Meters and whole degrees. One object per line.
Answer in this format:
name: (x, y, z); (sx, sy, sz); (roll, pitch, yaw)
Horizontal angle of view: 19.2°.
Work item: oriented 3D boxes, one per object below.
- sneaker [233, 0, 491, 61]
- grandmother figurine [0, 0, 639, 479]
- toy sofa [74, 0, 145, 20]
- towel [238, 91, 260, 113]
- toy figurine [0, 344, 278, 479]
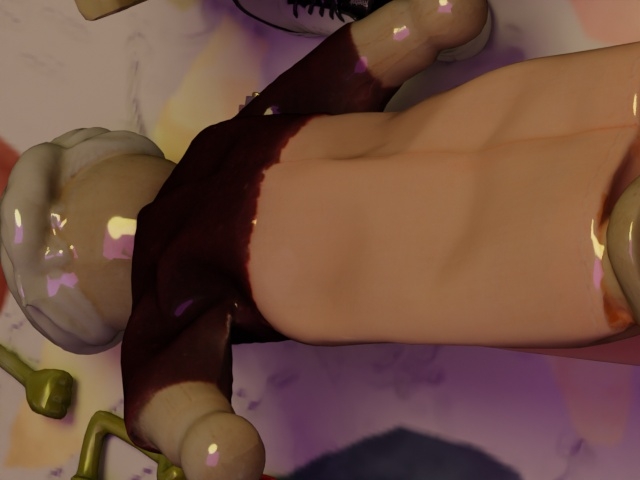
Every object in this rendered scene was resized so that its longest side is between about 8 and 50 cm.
sneaker: (0.011, -0.096, 0.737); (0.109, 0.044, 0.040); (12, 98, 23)
grandmother figurine: (0.000, 0.000, 0.659); (0.342, 0.208, 0.104); (-1, 133, 47)
toy sofa: (0.071, -0.208, 0.660); (0.363, 0.177, 0.150); (-16, 101, 20)
towel: (-0.010, -0.015, 0.764); (0.060, 0.009, 0.083); (11, 96, 21)
toy figurine: (-0.084, 0.189, 0.688); (0.363, 0.217, 0.191); (31, 102, 18)
